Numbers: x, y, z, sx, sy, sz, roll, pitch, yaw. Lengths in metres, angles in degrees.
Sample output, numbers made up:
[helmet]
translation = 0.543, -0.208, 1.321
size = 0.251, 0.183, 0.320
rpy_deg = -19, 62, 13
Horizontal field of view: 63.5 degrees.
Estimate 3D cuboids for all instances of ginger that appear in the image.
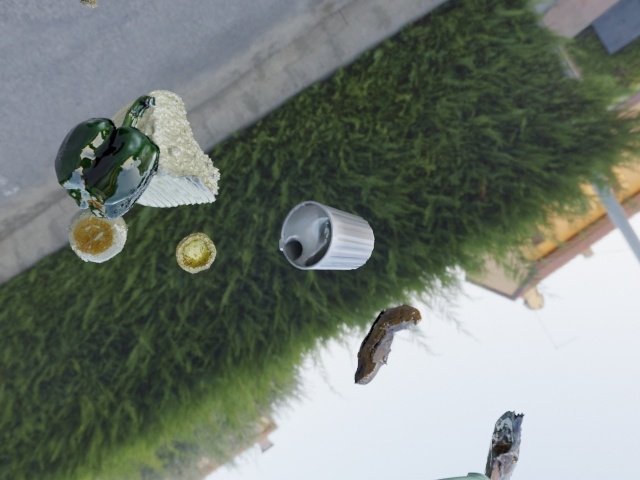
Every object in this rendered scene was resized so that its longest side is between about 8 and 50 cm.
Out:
[ginger]
translation = 0.206, 0.328, 1.692
size = 0.107, 0.133, 0.309
rpy_deg = 22, 108, -40

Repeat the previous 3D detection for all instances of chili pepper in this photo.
[chili pepper]
translation = -0.408, -0.177, 1.054
size = 0.165, 0.173, 0.261
rpy_deg = 88, 18, -58

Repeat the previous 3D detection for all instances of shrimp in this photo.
[shrimp]
translation = 0.349, 0.457, 1.027
size = 0.062, 0.317, 0.164
rpy_deg = 20, -139, 30

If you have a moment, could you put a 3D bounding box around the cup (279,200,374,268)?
[cup]
translation = 0.007, -0.013, 1.347
size = 0.202, 0.221, 0.167
rpy_deg = 9, 104, -50

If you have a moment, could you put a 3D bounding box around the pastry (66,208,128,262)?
[pastry]
translation = -0.602, -0.021, 1.401
size = 0.165, 0.166, 0.088
rpy_deg = -30, -170, -5

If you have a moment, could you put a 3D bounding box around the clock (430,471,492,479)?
[clock]
translation = 0.270, 0.495, 0.910
size = 0.210, 0.159, 0.066
rpy_deg = -8, 157, -11

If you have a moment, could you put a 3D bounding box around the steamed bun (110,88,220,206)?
[steamed bun]
translation = -0.413, -0.235, 1.332
size = 0.273, 0.272, 0.290
rpy_deg = -9, 163, 13

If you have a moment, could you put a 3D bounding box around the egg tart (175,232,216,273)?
[egg tart]
translation = -0.318, 0.030, 1.312
size = 0.105, 0.105, 0.039
rpy_deg = -29, -164, -23

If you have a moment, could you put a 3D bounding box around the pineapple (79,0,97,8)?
[pineapple]
translation = -0.578, -0.611, 1.244
size = 0.077, 0.114, 0.114
rpy_deg = -22, -173, -2
